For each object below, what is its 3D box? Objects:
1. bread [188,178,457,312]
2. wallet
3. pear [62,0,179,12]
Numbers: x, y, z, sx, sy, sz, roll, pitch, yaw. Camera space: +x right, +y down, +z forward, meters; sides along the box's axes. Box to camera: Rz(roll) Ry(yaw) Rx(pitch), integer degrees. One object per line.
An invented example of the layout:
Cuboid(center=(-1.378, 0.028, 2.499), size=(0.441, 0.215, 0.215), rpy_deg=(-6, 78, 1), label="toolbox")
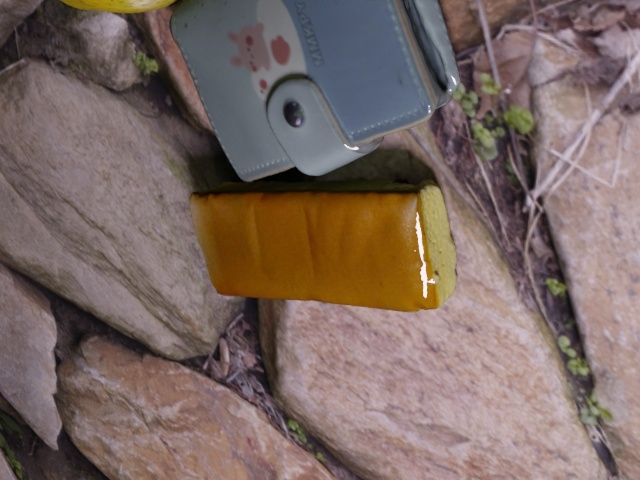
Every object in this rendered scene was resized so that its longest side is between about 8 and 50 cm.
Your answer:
Cuboid(center=(-0.001, 0.000, 1.272), size=(0.361, 0.077, 0.138), rpy_deg=(2, 112, 44), label="bread")
Cuboid(center=(-0.019, -0.197, 1.185), size=(0.360, 0.083, 0.252), rpy_deg=(-18, 93, 49), label="wallet")
Cuboid(center=(-0.269, -0.432, 1.217), size=(0.340, 0.191, 0.386), rpy_deg=(24, 127, 33), label="pear")
